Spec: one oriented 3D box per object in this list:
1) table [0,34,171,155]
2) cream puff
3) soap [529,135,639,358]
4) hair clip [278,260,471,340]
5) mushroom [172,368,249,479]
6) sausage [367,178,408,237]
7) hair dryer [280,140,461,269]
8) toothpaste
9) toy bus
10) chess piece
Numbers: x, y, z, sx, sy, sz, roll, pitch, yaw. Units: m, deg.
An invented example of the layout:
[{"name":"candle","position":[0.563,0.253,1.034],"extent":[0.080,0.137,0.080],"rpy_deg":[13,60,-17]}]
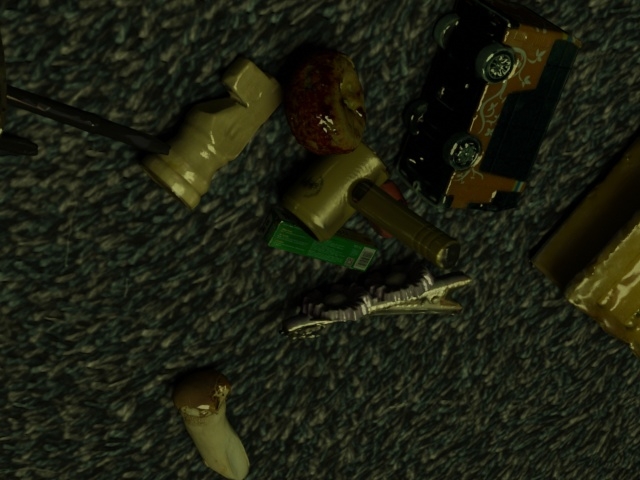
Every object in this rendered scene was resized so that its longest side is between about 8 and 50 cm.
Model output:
[{"name":"table","position":[-0.334,-0.199,1.585],"extent":[0.249,0.317,0.317],"rpy_deg":[5,118,-47]},{"name":"cream puff","position":[0.003,-0.173,1.844],"extent":[0.084,0.149,0.149],"rpy_deg":[-5,134,22]},{"name":"soap","position":[0.545,0.006,2.240],"extent":[0.339,0.169,0.304],"rpy_deg":[-49,131,9]},{"name":"hair clip","position":[0.075,0.090,2.069],"extent":[0.292,0.106,0.085],"rpy_deg":[-12,112,-19]},{"name":"mushroom","position":[-0.152,0.273,2.089],"extent":[0.084,0.071,0.209],"rpy_deg":[-52,143,-34]},{"name":"sausage","position":[0.088,-0.044,2.016],"extent":[0.054,0.059,0.094],"rpy_deg":[-47,133,-24]},{"name":"hair dryer","position":[0.072,-0.030,1.860],"extent":[0.135,0.278,0.090],"rpy_deg":[-46,135,-8]},{"name":"toothpaste","position":[0.000,0.000,2.012],"extent":[0.178,0.037,0.043],"rpy_deg":[16,115,-36]},{"name":"toy bus","position":[0.224,-0.182,1.955],"extent":[0.167,0.138,0.275],"rpy_deg":[5,115,-34]},{"name":"chess piece","position":[-0.132,-0.140,1.826],"extent":[0.200,0.090,0.090],"rpy_deg":[-49,132,-7]}]
